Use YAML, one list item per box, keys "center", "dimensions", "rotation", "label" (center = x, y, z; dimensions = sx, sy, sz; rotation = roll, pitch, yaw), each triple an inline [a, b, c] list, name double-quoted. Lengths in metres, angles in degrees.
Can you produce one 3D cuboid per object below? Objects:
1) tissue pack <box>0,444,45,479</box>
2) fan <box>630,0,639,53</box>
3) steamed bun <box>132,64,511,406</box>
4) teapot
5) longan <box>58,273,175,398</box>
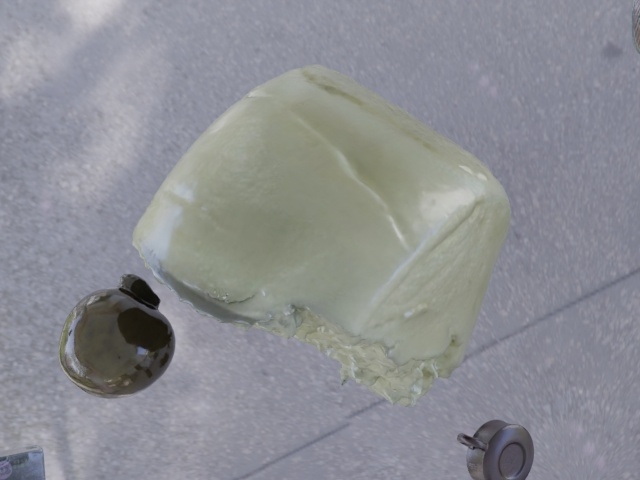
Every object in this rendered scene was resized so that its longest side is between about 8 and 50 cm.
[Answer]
- center: [-0.503, 0.419, 1.604]
  dimensions: [0.112, 0.051, 0.156]
  rotation: [-5, 93, -31]
  label: "tissue pack"
- center: [0.166, -0.119, 0.474]
  dimensions: [0.003, 0.080, 0.060]
  rotation: [-1, 48, -5]
  label: "fan"
- center: [0.000, 0.000, 0.860]
  dimensions: [0.290, 0.272, 0.273]
  rotation: [27, 102, 18]
  label: "steamed bun"
- center: [0.167, 0.205, 0.952]
  dimensions: [0.045, 0.100, 0.067]
  rotation: [8, 70, 58]
  label: "teapot"
- center: [-0.188, 0.090, 0.929]
  dimensions: [0.106, 0.106, 0.119]
  rotation: [11, 67, 17]
  label: "longan"
